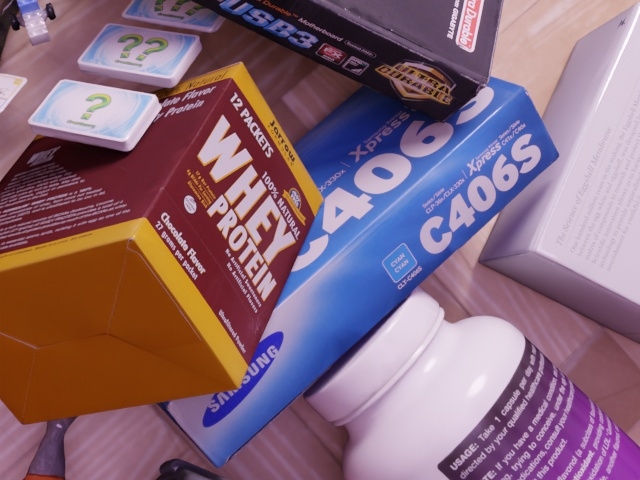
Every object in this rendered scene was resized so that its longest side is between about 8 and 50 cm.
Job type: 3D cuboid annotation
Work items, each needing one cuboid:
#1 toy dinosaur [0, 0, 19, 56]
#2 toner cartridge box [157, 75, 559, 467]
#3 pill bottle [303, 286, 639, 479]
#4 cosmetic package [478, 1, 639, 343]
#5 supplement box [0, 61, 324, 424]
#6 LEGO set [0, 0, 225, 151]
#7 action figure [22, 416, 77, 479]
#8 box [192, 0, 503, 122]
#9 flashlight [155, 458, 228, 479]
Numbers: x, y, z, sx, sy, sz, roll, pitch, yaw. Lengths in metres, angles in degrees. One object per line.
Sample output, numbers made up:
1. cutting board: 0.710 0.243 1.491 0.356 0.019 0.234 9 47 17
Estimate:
1. toy dinosaur: -0.304 -0.111 0.932 0.118 0.064 0.268 17 77 -12
2. toner cartridge box: 0.000 0.000 0.918 0.348 0.165 0.075 -42 122 -12
3. pill bottle: 0.145 0.185 0.928 0.323 0.181 0.181 44 79 -5
4. cosmetic package: 0.288 -0.036 0.997 0.225 0.138 0.224 27 81 -9
5. supplement box: -0.131 0.003 0.828 0.129 0.191 0.194 59 34 -29
6. LEGO set: -0.205 -0.158 0.857 0.244 0.060 0.182 12 50 19
7. action figure: -0.224 0.281 0.892 0.341 0.179 0.330 -2 91 -41
8. box: 0.008 -0.273 0.883 0.293 0.073 0.295 24 60 -16
9. flashlight: -0.003 0.266 0.891 0.304 0.103 0.103 33 82 -24
